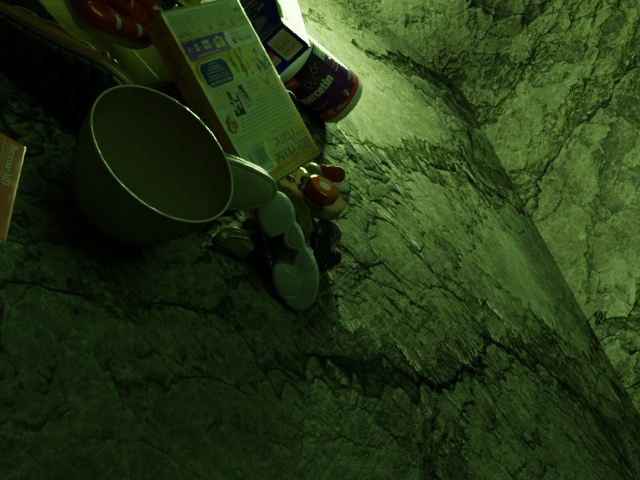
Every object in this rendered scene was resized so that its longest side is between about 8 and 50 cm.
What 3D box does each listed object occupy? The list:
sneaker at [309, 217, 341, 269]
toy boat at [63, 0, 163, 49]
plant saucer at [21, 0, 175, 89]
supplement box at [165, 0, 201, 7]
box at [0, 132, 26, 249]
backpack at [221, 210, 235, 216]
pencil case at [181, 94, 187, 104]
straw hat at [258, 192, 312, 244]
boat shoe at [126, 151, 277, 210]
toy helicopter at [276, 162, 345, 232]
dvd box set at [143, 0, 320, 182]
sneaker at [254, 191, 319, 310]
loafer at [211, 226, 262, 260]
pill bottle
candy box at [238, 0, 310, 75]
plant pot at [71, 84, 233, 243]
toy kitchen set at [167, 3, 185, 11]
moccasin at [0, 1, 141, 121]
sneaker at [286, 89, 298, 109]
[{"bbox_3d":[0.000,0.000,1.894,0.077,0.072,0.178,48,-22,27],"label":"sneaker"},{"bbox_3d":[-0.421,-0.512,1.688,0.231,0.151,0.151,4,51,-57],"label":"toy boat"},{"bbox_3d":[-0.485,-0.445,1.764,0.333,0.081,0.333,49,25,-2],"label":"plant saucer"},{"bbox_3d":[-0.346,-0.851,2.226,0.194,0.356,0.195,30,31,-35],"label":"supplement box"},{"bbox_3d":[-0.585,-0.091,1.008,0.345,0.168,0.215,32,30,-34],"label":"box"},{"bbox_3d":[-0.231,-0.104,1.692,0.105,0.084,0.114,-11,70,-58],"label":"backpack"},{"bbox_3d":[-0.251,-0.430,1.890,0.124,0.124,0.284,35,42,-27],"label":"pencil case"},{"bbox_3d":[-0.093,-0.041,1.850,0.144,0.144,0.061,35,-9,-28],"label":"straw hat"},{"bbox_3d":[-0.247,-0.139,1.587,0.324,0.117,0.097,7,31,-14],"label":"boat shoe"},{"bbox_3d":[-0.083,-0.180,1.998,0.355,0.140,0.235,39,31,8],"label":"toy helicopter"},{"bbox_3d":[-0.181,-0.323,1.755,0.420,0.062,0.307,61,34,-9],"label":"dvd box set"},{"bbox_3d":[-0.073,0.011,1.733,0.153,0.101,0.269,-111,-175,-77],"label":"sneaker"},{"bbox_3d":[-0.169,0.010,1.671,0.148,0.056,0.050,9,40,-54],"label":"loafer"},{"bbox_3d":[-0.033,-0.522,2.482,0.323,0.181,0.181,33,30,-30],"label":"pill bottle"},{"bbox_3d":[-0.182,-0.560,2.191,0.122,0.268,0.317,33,30,-38],"label":"candy box"},{"bbox_3d":[-0.325,-0.103,1.400,0.284,0.191,0.284,32,38,-29],"label":"plant pot"},{"bbox_3d":[-0.403,-0.595,2.172,0.068,0.075,0.083,18,-21,18],"label":"toy kitchen set"},{"bbox_3d":[-0.482,-0.330,1.543,0.380,0.139,0.147,28,23,-5],"label":"moccasin"},{"bbox_3d":[-0.192,-0.375,2.077,0.146,0.122,0.330,35,17,32],"label":"sneaker"}]
